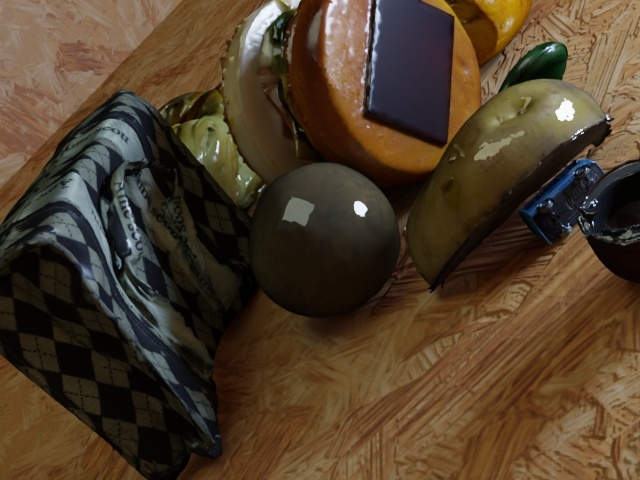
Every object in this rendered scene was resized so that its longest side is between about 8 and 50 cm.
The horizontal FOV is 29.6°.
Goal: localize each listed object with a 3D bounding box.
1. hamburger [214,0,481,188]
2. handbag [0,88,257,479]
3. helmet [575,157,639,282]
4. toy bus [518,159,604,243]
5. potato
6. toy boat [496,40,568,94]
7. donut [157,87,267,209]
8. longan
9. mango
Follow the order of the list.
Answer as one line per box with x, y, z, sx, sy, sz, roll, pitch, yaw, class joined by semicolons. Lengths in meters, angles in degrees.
0.029;-0.181;1.426;0.225;0.291;0.291;-13;36;51;hamburger
-0.205;0.047;1.358;0.180;0.317;0.416;-34;19;20;handbag
0.267;-0.012;0.993;0.098;0.070;0.123;-27;19;18;helmet
0.230;-0.039;1.144;0.083;0.038;0.046;-43;19;-4;toy bus
0.163;-0.070;1.160;0.243;0.098;0.138;-43;-13;-3;potato
0.211;-0.149;1.279;0.104;0.052;0.210;-36;-9;-11;toy boat
-0.224;-0.085;1.800;0.360;0.170;0.360;-36;22;18;donut
0.000;0.000;1.301;0.167;0.167;0.187;-46;2;-10;longan
0.201;-0.315;1.587;0.154;0.126;0.252;-40;13;23;mango
